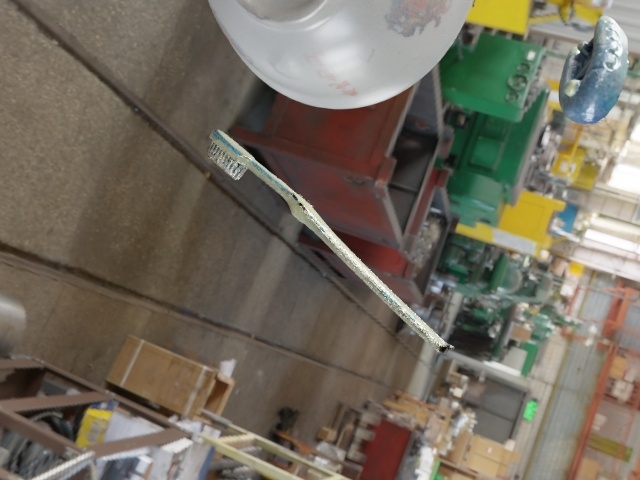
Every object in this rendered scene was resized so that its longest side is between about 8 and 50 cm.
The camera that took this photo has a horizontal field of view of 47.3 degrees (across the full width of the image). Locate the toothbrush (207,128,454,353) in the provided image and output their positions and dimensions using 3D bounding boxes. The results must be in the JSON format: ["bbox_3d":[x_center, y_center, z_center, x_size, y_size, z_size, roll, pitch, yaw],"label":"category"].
[{"bbox_3d":[0.004,-0.004,0.642,0.028,0.294,0.026,-56,162,19],"label":"toothbrush"}]

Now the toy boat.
[{"bbox_3d":[0.686,-0.444,1.898,0.215,0.123,0.330,129,-19,-55],"label":"toy boat"}]

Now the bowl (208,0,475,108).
[{"bbox_3d":[-0.012,-0.304,0.777,0.157,0.345,0.346,-37,142,-61],"label":"bowl"}]
